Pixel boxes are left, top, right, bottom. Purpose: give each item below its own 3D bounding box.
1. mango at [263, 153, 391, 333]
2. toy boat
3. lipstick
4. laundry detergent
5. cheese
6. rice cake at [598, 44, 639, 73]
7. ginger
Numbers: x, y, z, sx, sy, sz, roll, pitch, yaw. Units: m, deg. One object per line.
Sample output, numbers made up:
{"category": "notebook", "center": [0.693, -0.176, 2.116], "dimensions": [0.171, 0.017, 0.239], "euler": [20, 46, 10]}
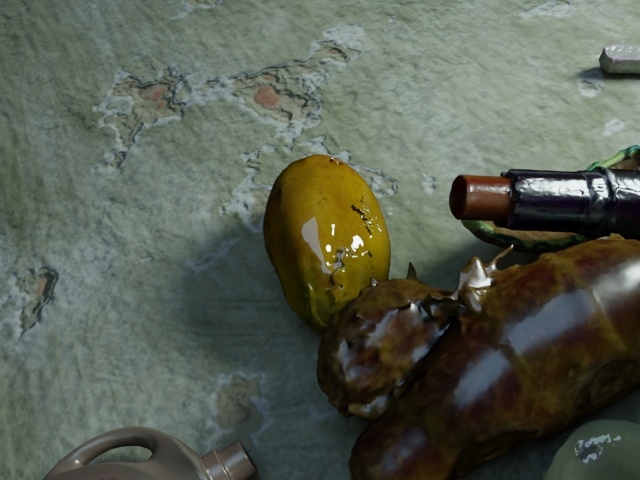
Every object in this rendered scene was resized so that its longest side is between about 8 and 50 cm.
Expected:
{"category": "mango", "center": [0.000, 0.000, 0.888], "dimensions": [0.156, 0.151, 0.249], "euler": [-33, 50, 31]}
{"category": "toy boat", "center": [0.300, -0.036, 0.850], "dimensions": [0.292, 0.099, 0.109], "euler": [-18, 50, -8]}
{"category": "lipstick", "center": [0.286, -0.041, 0.759], "dimensions": [0.299, 0.081, 0.081], "euler": [4, 51, -8]}
{"category": "laundry detergent", "center": [-0.197, 0.268, 0.761], "dimensions": [0.237, 0.076, 0.171], "euler": [-33, 51, -11]}
{"category": "cheese", "center": [0.312, 0.250, 0.621], "dimensions": [0.137, 0.064, 0.227], "euler": [-46, 47, -17]}
{"category": "rice cake", "center": [0.500, -0.253, 0.993], "dimensions": [0.206, 0.047, 0.036], "euler": [5, 61, 21]}
{"category": "ginger", "center": [0.184, 0.095, 0.728], "dimensions": [0.418, 0.176, 0.254], "euler": [-26, 55, 1]}
